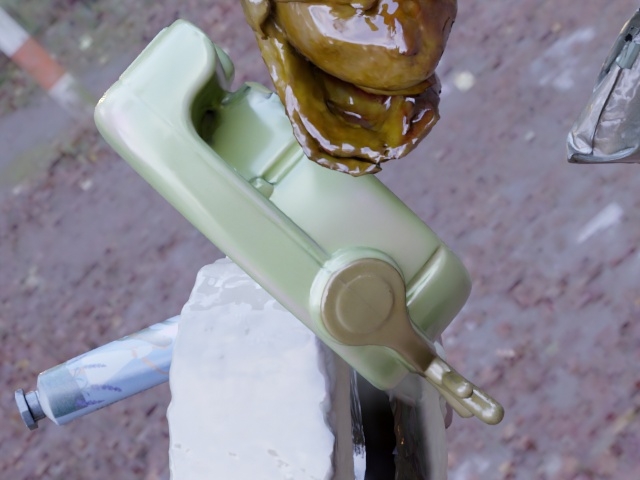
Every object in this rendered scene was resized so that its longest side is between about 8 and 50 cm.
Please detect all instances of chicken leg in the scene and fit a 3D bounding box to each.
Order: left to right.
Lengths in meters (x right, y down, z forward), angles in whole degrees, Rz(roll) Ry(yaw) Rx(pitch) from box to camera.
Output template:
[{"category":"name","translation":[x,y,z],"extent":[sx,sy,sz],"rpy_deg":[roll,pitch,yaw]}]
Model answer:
[{"category":"chicken leg","translation":[0.015,-0.176,0.853],"extent":[0.182,0.295,0.409],"rpy_deg":[-3,-5,-5]}]

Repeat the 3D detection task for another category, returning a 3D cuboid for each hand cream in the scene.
[{"category":"hand cream","translation":[-0.172,0.118,1.461],"extent":[0.256,0.055,0.088],"rpy_deg":[-21,36,-8]}]

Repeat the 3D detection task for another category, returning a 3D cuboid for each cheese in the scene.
[{"category":"cheese","translation":[-0.002,0.162,1.270],"extent":[0.153,0.332,0.292],"rpy_deg":[0,11,23]}]

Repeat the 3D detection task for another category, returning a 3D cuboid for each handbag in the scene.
[{"category":"handbag","translation":[0.345,-0.143,1.452],"extent":[0.117,0.270,0.182],"rpy_deg":[34,110,36]}]

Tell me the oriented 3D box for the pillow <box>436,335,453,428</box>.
[{"category":"pillow","translation":[0.064,0.091,1.535],"extent":[0.084,0.223,0.236],"rpy_deg":[-13,81,26]}]

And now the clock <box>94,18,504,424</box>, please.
[{"category":"clock","translation":[0.000,0.000,0.948],"extent":[0.096,0.308,0.235],"rpy_deg":[-47,-1,-3]}]
